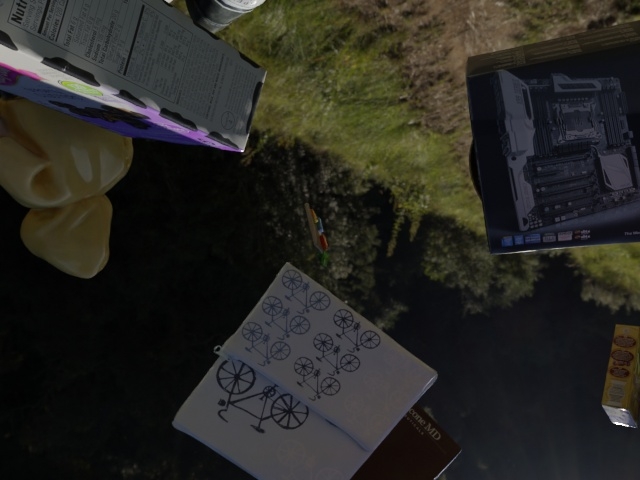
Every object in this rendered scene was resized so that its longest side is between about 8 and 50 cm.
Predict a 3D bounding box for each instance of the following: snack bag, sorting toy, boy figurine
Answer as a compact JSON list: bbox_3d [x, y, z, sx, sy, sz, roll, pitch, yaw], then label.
[{"bbox_3d":[-0.031,0.257,0.840,0.342,0.323,0.037,-51,-170,5],"label":"snack bag"},{"bbox_3d":[0.000,0.000,0.639,0.012,0.083,0.062,-17,155,7],"label":"sorting toy"},{"bbox_3d":[-0.243,-0.101,0.488,0.092,0.285,0.177,13,-150,18],"label":"boy figurine"}]

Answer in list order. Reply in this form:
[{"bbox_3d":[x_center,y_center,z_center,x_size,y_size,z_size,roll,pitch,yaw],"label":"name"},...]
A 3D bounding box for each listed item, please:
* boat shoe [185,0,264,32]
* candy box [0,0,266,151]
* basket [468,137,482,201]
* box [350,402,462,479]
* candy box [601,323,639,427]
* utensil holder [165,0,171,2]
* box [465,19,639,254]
[{"bbox_3d":[-0.098,-0.386,0.564,0.121,0.335,0.119,23,156,-37],"label":"boat shoe"},{"bbox_3d":[-0.166,-0.129,0.352,0.165,0.070,0.196,14,179,36],"label":"candy box"},{"bbox_3d":[0.378,-0.104,0.861,0.227,0.204,0.154,5,146,-46],"label":"basket"},{"bbox_3d":[0.095,0.512,1.089,0.381,0.191,0.143,-34,151,-26],"label":"box"},{"bbox_3d":[0.654,0.287,1.103,0.053,0.186,0.109,-1,146,42],"label":"candy box"},{"bbox_3d":[-0.400,-0.506,0.789,0.327,0.327,0.385,-14,-155,15],"label":"utensil holder"},{"bbox_3d":[0.337,-0.113,0.585,0.307,0.242,0.076,-5,-146,21],"label":"box"}]
